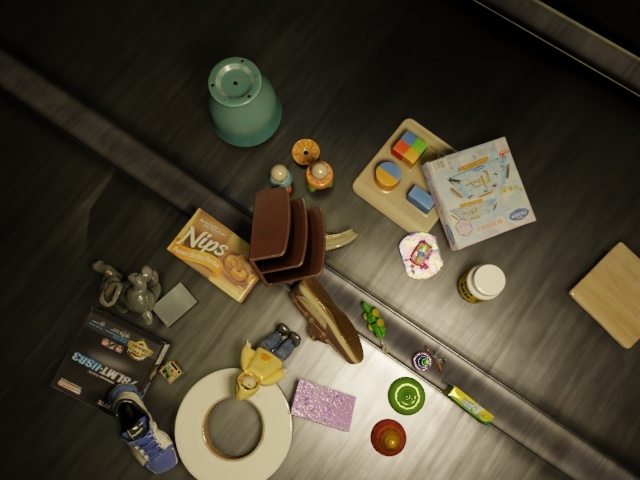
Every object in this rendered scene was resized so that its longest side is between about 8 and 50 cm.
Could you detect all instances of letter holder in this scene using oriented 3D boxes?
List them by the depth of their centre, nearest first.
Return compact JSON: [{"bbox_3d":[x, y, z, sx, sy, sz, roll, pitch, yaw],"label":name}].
[{"bbox_3d":[-0.102,-0.026,1.832,0.214,0.152,0.302,-11,49,13],"label":"letter holder"}]

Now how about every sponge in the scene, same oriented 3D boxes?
[{"bbox_3d":[0.010,0.545,1.827,0.210,0.031,0.117,20,67,-10],"label":"sponge"}]

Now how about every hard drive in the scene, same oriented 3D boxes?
[{"bbox_3d":[-0.511,0.225,1.938,0.135,0.022,0.094,-42,81,-7],"label":"hard drive"}]

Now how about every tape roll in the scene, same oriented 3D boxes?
[{"bbox_3d":[-0.282,0.616,1.831,0.391,0.072,0.392,0,78,1],"label":"tape roll"}]

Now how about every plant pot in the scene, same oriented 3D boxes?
[{"bbox_3d":[-0.281,-0.506,1.963,0.271,0.255,0.272,0,79,0],"label":"plant pot"}]

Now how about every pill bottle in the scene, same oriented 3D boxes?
[{"bbox_3d":[0.535,0.144,1.843,0.119,0.208,0.119,0,78,1],"label":"pill bottle"}]

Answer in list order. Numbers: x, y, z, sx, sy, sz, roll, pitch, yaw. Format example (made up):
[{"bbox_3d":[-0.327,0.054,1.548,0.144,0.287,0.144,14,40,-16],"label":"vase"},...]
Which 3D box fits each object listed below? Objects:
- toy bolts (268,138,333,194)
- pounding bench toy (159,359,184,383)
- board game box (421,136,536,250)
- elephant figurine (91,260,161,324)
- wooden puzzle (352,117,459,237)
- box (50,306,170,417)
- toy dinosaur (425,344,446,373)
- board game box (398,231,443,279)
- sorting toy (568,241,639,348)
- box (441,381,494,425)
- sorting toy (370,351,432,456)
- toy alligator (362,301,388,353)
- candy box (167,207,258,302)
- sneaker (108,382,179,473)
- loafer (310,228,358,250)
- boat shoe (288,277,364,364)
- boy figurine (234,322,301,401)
[{"bbox_3d":[-0.082,-0.265,1.960,0.228,0.158,0.218,-17,79,-3],"label":"toy bolts"},{"bbox_3d":[-0.506,0.441,1.863,0.052,0.083,0.065,-42,82,-7],"label":"pounding bench toy"},{"bbox_3d":[0.551,-0.164,1.930,0.318,0.066,0.318,-19,87,-13],"label":"board game box"},{"bbox_3d":[-0.684,0.174,1.902,0.239,0.186,0.170,-5,122,10],"label":"elephant figurine"},{"bbox_3d":[0.338,-0.232,1.987,0.322,0.080,0.348,37,82,7],"label":"wooden puzzle"},{"bbox_3d":[-0.709,0.418,1.880,0.295,0.073,0.293,25,79,6],"label":"box"},{"bbox_3d":[0.387,0.397,1.882,0.082,0.047,0.090,22,90,24],"label":"toy dinosaur"},{"bbox_3d":[0.354,0.054,1.934,0.133,0.033,0.169,-16,91,4],"label":"board game box"},{"bbox_3d":[1.015,0.188,1.888,0.255,0.089,0.257,-42,81,-7],"label":"sorting toy"},{"bbox_3d":[0.473,0.532,1.819,0.179,0.105,0.043,39,81,9],"label":"box"},{"bbox_3d":[0.279,0.537,1.812,0.127,0.126,0.366,25,81,6],"label":"sorting toy"},{"bbox_3d":[0.200,0.293,1.901,0.051,0.056,0.190,-15,75,-44],"label":"toy alligator"},{"bbox_3d":[-0.351,0.054,1.936,0.316,0.087,0.183,35,80,7],"label":"candy box"},{"bbox_3d":[-0.569,0.613,1.741,0.127,0.182,0.316,-31,99,-15],"label":"sneaker"},{"bbox_3d":[0.000,0.000,1.935,0.268,0.102,0.092,-17,85,-2],"label":"loafer"},{"bbox_3d":[0.013,0.288,1.884,0.123,0.123,0.342,-40,85,23],"label":"boat shoe"},{"bbox_3d":[-0.192,0.398,1.810,0.177,0.092,0.285,39,52,9],"label":"boy figurine"}]
